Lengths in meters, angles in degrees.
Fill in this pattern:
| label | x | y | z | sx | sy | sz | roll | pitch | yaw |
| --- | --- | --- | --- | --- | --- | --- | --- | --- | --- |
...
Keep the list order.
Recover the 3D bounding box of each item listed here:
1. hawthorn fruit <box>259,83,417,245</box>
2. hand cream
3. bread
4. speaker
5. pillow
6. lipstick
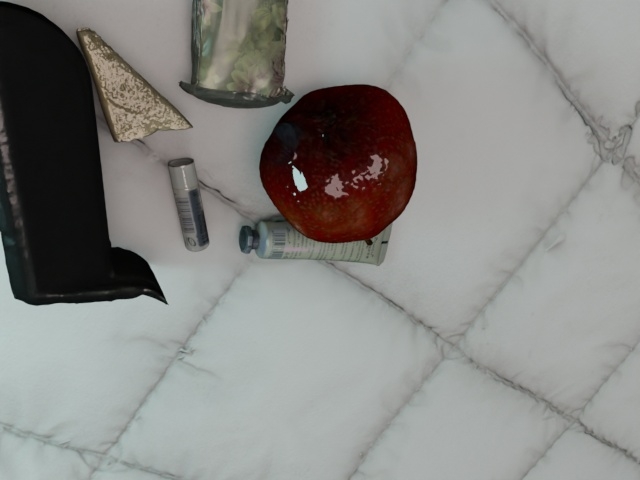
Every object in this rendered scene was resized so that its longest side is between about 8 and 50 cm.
| label | x | y | z | sx | sy | sz | roll | pitch | yaw |
| --- | --- | --- | --- | --- | --- | --- | --- | --- | --- |
| hawthorn fruit | 0.038 | -0.083 | 0.854 | 0.230 | 0.210 | 0.266 | -24 | 125 | -7 |
| hand cream | 0.000 | 0.000 | 0.964 | 0.275 | 0.059 | 0.096 | 1 | 111 | -28 |
| bread | -0.243 | -0.209 | 0.756 | 0.105 | 0.077 | 0.152 | -20 | 116 | -17 |
| speaker | -0.315 | -0.095 | 0.731 | 0.184 | 0.180 | 0.389 | -11 | 117 | -25 |
| pillow | -0.106 | -0.308 | 0.779 | 0.168 | 0.059 | 0.255 | -1 | 111 | -22 |
| lipstick | -0.197 | -0.051 | 0.867 | 0.040 | 0.040 | 0.141 | -14 | 116 | -16 |
